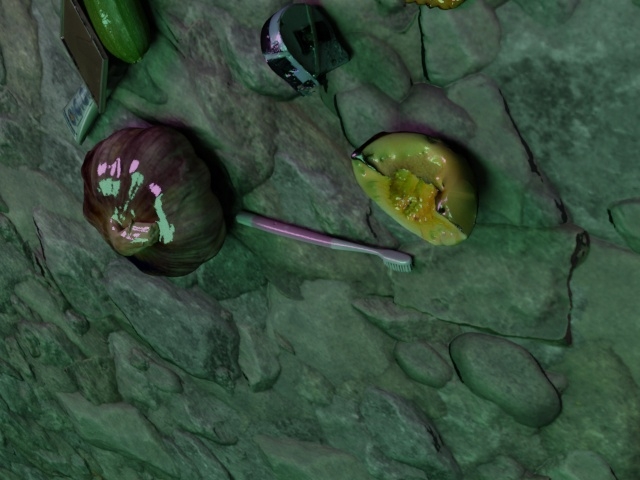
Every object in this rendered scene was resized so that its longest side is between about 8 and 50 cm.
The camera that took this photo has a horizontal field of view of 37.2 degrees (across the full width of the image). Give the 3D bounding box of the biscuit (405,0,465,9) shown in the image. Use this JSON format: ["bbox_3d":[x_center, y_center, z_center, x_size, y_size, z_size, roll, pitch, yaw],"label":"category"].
[{"bbox_3d":[0.043,-0.348,0.934,0.236,0.013,0.232,19,135,27],"label":"biscuit"}]

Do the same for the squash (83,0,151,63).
[{"bbox_3d":[-0.265,-0.323,1.188,0.077,0.068,0.219,28,142,36],"label":"squash"}]

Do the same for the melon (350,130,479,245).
[{"bbox_3d":[0.116,-0.061,1.098,0.160,0.079,0.128,34,160,10],"label":"melon"}]

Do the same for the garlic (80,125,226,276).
[{"bbox_3d":[-0.250,-0.044,1.363,0.244,0.160,0.245,25,140,23],"label":"garlic"}]

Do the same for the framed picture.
[{"bbox_3d":[-0.321,-0.261,1.288,0.149,0.011,0.109,59,152,22],"label":"framed picture"}]

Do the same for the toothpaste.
[{"bbox_3d":[-0.328,-0.210,1.375,0.062,0.039,0.239,59,143,3],"label":"toothpaste"}]

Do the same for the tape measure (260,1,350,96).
[{"bbox_3d":[-0.021,-0.214,1.056,0.094,0.091,0.054,52,145,-14],"label":"tape measure"}]

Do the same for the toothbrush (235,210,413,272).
[{"bbox_3d":[0.000,0.000,1.296,0.286,0.020,0.025,16,141,31],"label":"toothbrush"}]
